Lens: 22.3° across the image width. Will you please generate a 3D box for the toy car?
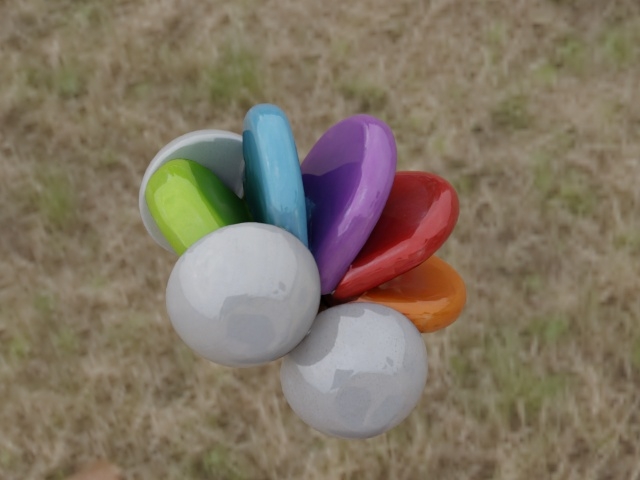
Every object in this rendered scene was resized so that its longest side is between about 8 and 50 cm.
[{"bbox_3d":[0.000,0.000,0.833,0.136,0.182,0.159,-46,29,14],"label":"toy car"}]
